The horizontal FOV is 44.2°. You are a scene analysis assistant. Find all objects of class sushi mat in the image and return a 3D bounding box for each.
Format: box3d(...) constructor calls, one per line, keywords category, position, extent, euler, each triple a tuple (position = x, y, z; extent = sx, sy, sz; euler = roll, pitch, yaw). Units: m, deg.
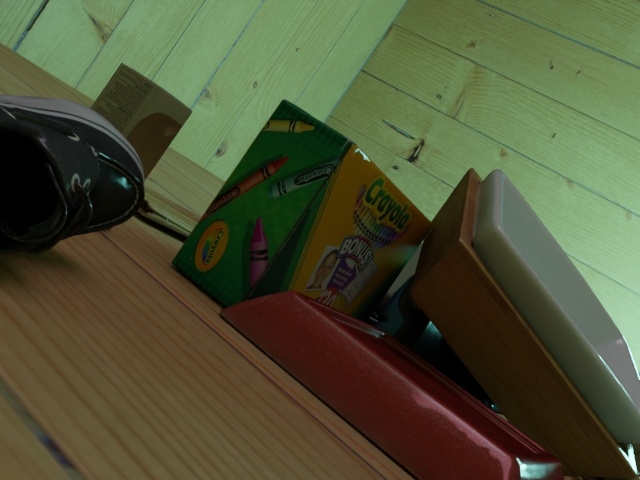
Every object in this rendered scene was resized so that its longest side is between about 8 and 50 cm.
box3d(category="sushi mat", position=(-0.129, -0.005, 0.928), extent=(0.151, 0.019, 0.317), euler=(34, 0, 40))

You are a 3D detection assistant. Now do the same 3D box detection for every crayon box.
box3d(category="crayon box", position=(0.000, 0.000, 0.746), extent=(0.081, 0.165, 0.278), euler=(35, 2, 25))

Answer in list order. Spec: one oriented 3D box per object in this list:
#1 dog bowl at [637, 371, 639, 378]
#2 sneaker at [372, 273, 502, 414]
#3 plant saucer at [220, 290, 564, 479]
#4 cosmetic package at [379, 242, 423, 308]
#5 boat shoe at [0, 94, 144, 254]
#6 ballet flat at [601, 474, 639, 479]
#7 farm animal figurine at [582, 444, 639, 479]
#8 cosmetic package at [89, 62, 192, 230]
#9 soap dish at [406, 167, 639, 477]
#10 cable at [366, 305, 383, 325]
box3d(category="dog bowl", position=(0.513, 0.277, 1.331), extent=(0.349, 0.102, 0.349), euler=(23, 5, -2))
box3d(category="sneaker", position=(0.163, 0.131, 0.936), extent=(0.140, 0.125, 0.341), euler=(39, 5, 28))
box3d(category="plant saucer", position=(0.079, 0.130, 0.628), extent=(0.258, 0.047, 0.259), euler=(35, 1, 29))
box3d(category="cosmetic package", position=(0.147, 0.092, 1.218), extent=(0.127, 0.107, 0.238), euler=(34, -17, 47))
box3d(category="boat shoe", position=(-0.141, -0.028, 0.348), extent=(0.076, 0.080, 0.228), euler=(41, 5, 22))
box3d(category="ballet flat", position=(0.326, 0.292, 0.681), extent=(0.073, 0.080, 0.232), euler=(-3, 23, -37))
box3d(category="farm animal figurine", position=(0.436, 0.289, 0.983), extent=(0.330, 0.172, 0.327), euler=(47, -19, -10))
box3d(category="cosmetic package", position=(-0.157, -0.072, 0.606), extent=(0.060, 0.115, 0.041), euler=(37, 2, 37))
box3d(category="soap dish", position=(0.214, 0.082, 0.821), extent=(0.290, 0.118, 0.229), euler=(52, 23, -10))
box3d(category="cable", position=(0.062, 0.109, 1.103), extent=(0.184, 0.047, 0.150), euler=(38, 4, -30))
